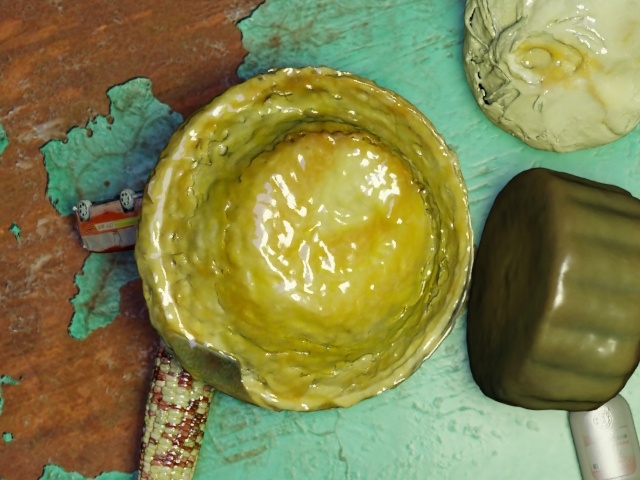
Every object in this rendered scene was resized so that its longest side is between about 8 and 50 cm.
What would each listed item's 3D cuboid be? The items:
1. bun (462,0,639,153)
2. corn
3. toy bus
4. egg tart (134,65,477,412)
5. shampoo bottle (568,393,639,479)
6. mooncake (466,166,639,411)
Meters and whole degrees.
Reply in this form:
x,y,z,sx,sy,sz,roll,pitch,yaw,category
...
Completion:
x,y,z,sx,sy,sz,roll,pitch,yaw,category
0.281,-0.231,1.812,0.287,0.287,0.146,45,46,7,bun
-0.183,0.219,1.892,0.086,0.086,0.253,12,88,6,corn
-0.244,-0.026,1.892,0.174,0.079,0.077,-10,91,47,toy bus
0.000,0.000,1.802,0.443,0.178,0.443,0,89,-16,egg tart
0.354,0.231,1.868,0.080,0.040,0.165,-13,84,5,shampoo bottle
0.289,0.066,1.766,0.161,0.290,0.290,10,85,-13,mooncake
